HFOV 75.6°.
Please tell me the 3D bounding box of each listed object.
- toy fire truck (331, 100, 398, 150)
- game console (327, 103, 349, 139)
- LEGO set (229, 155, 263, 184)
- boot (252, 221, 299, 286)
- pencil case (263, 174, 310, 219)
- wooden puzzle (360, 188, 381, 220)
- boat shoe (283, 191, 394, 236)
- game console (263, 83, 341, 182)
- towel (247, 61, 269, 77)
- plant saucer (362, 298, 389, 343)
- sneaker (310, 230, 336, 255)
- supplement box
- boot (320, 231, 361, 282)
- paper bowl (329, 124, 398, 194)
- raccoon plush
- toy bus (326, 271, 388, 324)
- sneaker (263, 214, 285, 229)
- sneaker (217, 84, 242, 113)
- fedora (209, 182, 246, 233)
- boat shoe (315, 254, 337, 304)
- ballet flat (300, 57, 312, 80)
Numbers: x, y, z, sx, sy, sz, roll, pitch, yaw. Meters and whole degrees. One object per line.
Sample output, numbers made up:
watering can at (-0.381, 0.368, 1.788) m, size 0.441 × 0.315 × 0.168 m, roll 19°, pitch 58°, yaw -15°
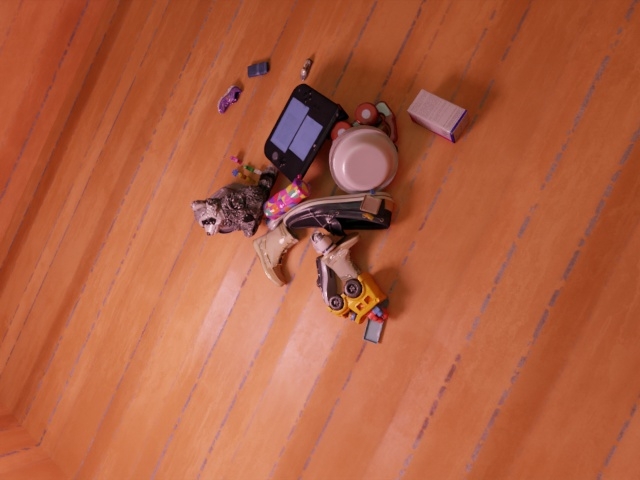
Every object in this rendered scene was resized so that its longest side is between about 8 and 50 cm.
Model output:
toy fire truck at (0.205, -0.444, 1.808) m, size 0.302 × 0.169 × 0.253 m, roll -35°, pitch 94°, yaw 15°
game console at (0.059, -0.537, 1.875) m, size 0.124 × 0.144 × 0.085 m, roll -16°, pitch 76°, yaw 20°
LEGO set at (-0.386, -0.346, 2.062) m, size 0.227 × 0.093 × 0.087 m, roll 29°, pitch 94°, yaw 24°
boot at (-0.177, 0.061, 1.905) m, size 0.204 × 0.095 × 0.261 m, roll -32°, pitch 72°, yaw 15°
pencil case at (-0.148, -0.184, 1.817) m, size 0.236 × 0.104 × 0.104 m, roll -33°, pitch 70°, yaw 30°
wooden puzzle at (0.203, -0.144, 1.668) m, size 0.079 × 0.014 × 0.116 m, roll 25°, pitch 82°, yaw 11°
boat shoe at (0.070, -0.093, 1.781) m, size 0.501 × 0.187 × 0.155 m, roll -6°, pitch 73°, yaw 17°
game console at (-0.097, -0.489, 1.863) m, size 0.386 × 0.060 × 0.342 m, roll -58°, pitch 45°, yaw 18°
towel at (-0.326, -0.892, 2.161) m, size 0.120 × 0.029 × 0.067 m, roll -3°, pitch 80°, yaw 22°
plant saucer at (0.234, 0.331, 1.730) m, size 0.067 × 0.018 × 0.191 m, roll 14°, pitch 88°, yaw 24°
sneaker at (0.000, 0.000, 1.775) m, size 0.095 × 0.235 × 0.090 m, roll 44°, pitch 83°, yaw -10°
supplement box at (0.486, -0.513, 1.707) m, size 0.220 × 0.111 × 0.113 m, roll 36°, pitch 96°, yaw 24°
boot at (0.124, 0.073, 1.745) m, size 0.213 × 0.077 × 0.165 m, roll -37°, pitch 101°, yaw 28°
paper bowl at (0.179, -0.323, 1.710) m, size 0.285 × 0.148 × 0.284 m, roll 0°, pitch 116°, yaw 0°
raccoon plush at (-0.402, -0.203, 1.938) m, size 0.299 × 0.216 × 0.446 m, roll 19°, pitch 54°, yaw 0°
toy bus at (0.166, 0.269, 1.699) m, size 0.220 × 0.149 × 0.211 m, roll -45°, pitch 75°, yaw 18°
sneaker at (-0.173, -0.150, 1.940) m, size 0.237 × 0.085 × 0.086 m, roll -44°, pitch 90°, yaw 13°
sneaker at (-0.480, -0.742, 2.184) m, size 0.071 × 0.068 × 0.169 m, roll 38°, pitch 97°, yaw 18°
fedora at (-0.477, -0.171, 2.056) m, size 0.244 × 0.124 × 0.275 m, roll 33°, pitch 95°, yaw 24°
boat shoe at (0.015, 0.173, 1.820) m, size 0.076 × 0.080 × 0.228 m, roll -15°, pitch 78°, yaw 37°
ballet flat at (-0.076, -0.848, 2.041) m, size 0.041 × 0.041 × 0.114 m, roll 24°, pitch 92°, yaw 25°
